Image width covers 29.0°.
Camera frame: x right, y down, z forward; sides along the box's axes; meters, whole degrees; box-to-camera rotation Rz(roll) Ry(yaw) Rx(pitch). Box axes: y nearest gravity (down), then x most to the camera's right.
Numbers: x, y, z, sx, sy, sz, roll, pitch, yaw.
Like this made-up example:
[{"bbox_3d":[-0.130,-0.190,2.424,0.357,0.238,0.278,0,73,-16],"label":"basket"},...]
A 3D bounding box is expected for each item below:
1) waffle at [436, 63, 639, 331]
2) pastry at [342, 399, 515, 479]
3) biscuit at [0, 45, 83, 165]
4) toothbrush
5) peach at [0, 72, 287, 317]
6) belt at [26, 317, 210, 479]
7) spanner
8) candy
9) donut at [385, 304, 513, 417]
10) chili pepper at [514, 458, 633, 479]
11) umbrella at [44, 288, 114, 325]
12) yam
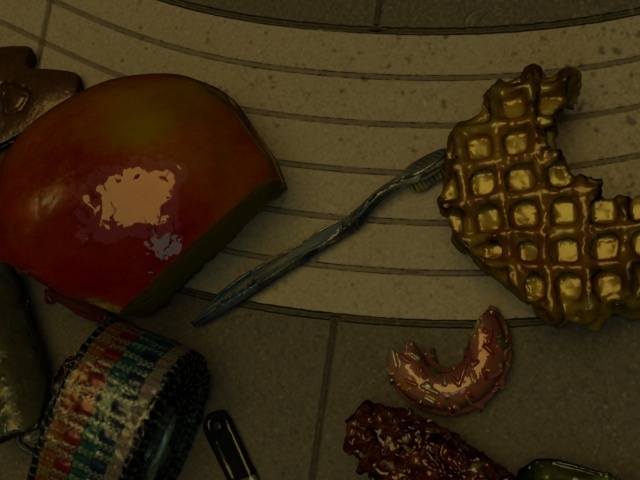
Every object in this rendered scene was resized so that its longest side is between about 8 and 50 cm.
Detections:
[{"bbox_3d":[0.293,-0.050,1.509,0.261,0.151,0.324,-45,69,-2],"label":"waffle"},{"bbox_3d":[0.127,0.269,1.498,0.209,0.097,0.115,26,97,22],"label":"pastry"},{"bbox_3d":[-0.502,-0.191,1.799,0.301,0.043,0.278,42,90,19],"label":"biscuit"},{"bbox_3d":[0.000,0.000,1.629,0.413,0.042,0.035,-32,35,6],"label":"toothbrush"},{"bbox_3d":[-0.263,-0.064,1.607,0.380,0.242,0.306,-39,76,3],"label":"peach"},{"bbox_3d":[-0.265,0.247,1.554,0.161,0.207,0.295,23,99,14],"label":"belt"},{"bbox_3d":[-0.078,0.361,1.572,0.087,0.024,0.315,-32,72,11],"label":"spanner"},{"bbox_3d":[-0.326,0.203,1.660,0.094,0.051,0.226,26,85,13],"label":"candy"},{"bbox_3d":[0.168,0.161,1.532,0.166,0.065,0.117,-31,71,7],"label":"donut"},{"bbox_3d":[0.339,0.347,1.430,0.265,0.116,0.148,10,68,16],"label":"chili pepper"},{"bbox_3d":[-0.322,0.091,1.674,0.165,0.025,0.027,19,109,40],"label":"umbrella"},{"bbox_3d":[-0.429,0.149,1.667,0.106,0.106,0.259,-23,71,8],"label":"yam"}]
